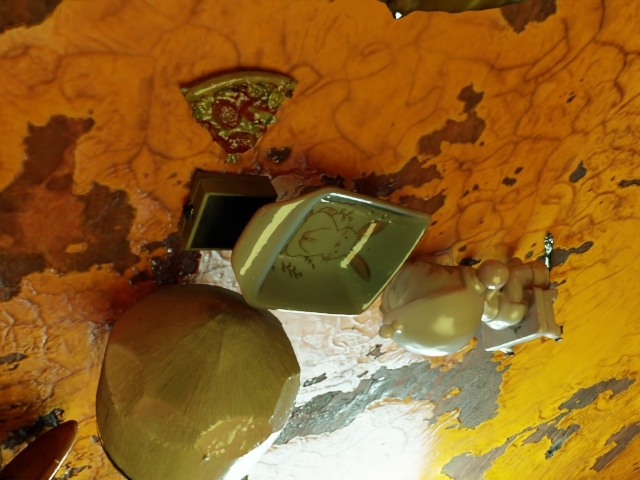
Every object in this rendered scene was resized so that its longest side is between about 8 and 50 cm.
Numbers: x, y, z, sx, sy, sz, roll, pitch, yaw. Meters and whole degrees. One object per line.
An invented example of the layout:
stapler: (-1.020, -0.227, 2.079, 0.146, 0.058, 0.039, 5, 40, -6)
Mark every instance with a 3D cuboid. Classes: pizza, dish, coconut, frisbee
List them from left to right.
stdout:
frisbee: (-0.352, 0.277, 0.832, 0.192, 0.192, 0.035, -41, 105, 16)
coconut: (-0.126, 0.150, 0.777, 0.224, 0.224, 0.234, 7, 132, -36)
pizza: (-0.063, -0.120, 0.658, 0.099, 0.029, 0.100, -29, 142, 0)
dish: (0.000, 0.000, 0.776, 0.234, 0.064, 0.154, 11, 121, -49)

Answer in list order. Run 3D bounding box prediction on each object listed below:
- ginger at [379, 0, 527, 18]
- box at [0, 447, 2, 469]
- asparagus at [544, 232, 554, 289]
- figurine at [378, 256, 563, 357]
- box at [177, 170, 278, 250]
ginger: (0.166, -0.282, 0.499, 0.419, 0.176, 0.254, -14, 136, -24)
box: (-0.514, 0.254, 0.697, 0.349, 0.141, 0.288, -34, 145, -6)
asparagus: (0.335, 0.039, 1.082, 0.013, 0.016, 0.166, 2, 146, 16)
figurine: (0.177, 0.092, 0.961, 0.257, 0.182, 0.144, 2, 91, -24)
box: (-0.096, -0.028, 0.734, 0.083, 0.035, 0.079, 0, 134, -31)
